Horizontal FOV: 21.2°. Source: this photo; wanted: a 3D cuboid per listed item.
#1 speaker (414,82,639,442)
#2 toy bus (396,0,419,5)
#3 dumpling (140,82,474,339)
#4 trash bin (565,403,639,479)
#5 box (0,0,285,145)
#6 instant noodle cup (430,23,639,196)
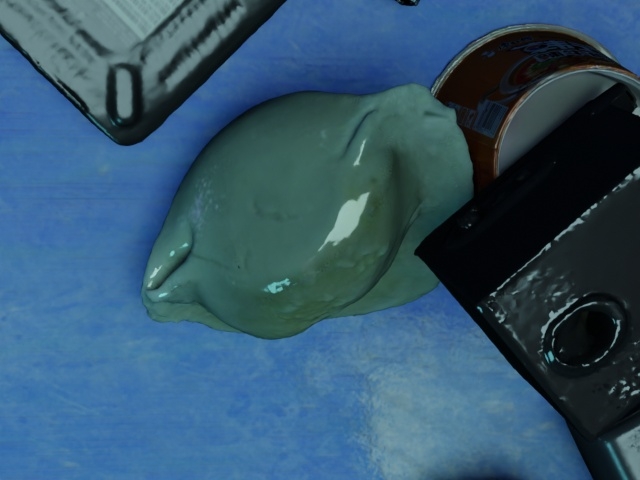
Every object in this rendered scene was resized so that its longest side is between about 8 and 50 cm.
[{"bbox_3d":[0.250,0.010,1.532,0.254,0.232,0.184,-40,107,0],"label":"speaker"},{"bbox_3d":[0.056,-0.295,1.724,0.123,0.060,0.075,31,90,-17],"label":"toy bus"},{"bbox_3d":[-0.021,-0.001,1.687,0.212,0.321,0.270,-43,119,-45],"label":"dumpling"},{"bbox_3d":[0.393,0.280,1.830,0.182,0.209,0.290,-30,99,-1],"label":"trash bin"},{"bbox_3d":[-0.194,-0.276,1.674,0.289,0.073,0.290,-44,105,1],"label":"box"},{"bbox_3d":[0.240,-0.090,1.730,0.250,0.192,0.250,-2,101,-9],"label":"instant noodle cup"}]
